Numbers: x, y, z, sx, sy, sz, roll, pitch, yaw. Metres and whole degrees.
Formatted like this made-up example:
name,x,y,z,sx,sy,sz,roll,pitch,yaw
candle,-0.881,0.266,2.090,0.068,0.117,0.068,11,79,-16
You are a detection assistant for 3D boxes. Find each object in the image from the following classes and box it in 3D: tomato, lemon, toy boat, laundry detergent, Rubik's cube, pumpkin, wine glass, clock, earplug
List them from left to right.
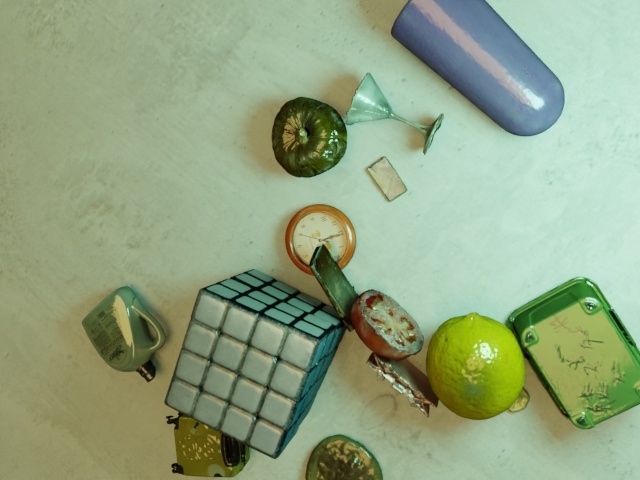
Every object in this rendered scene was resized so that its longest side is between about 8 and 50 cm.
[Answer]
name,x,y,z,sx,sy,sz,roll,pitch,yaw
laundry detergent,-0.583,0.302,1.842,0.215,0.105,0.281,-41,83,13
Rubik's cube,-0.159,0.312,1.613,0.343,0.337,0.345,22,102,12
pumpkin,-0.033,-0.272,1.608,0.218,0.162,0.219,1,94,20
clock,0.000,0.000,1.686,0.205,0.051,0.206,1,96,12
tomato,0.169,0.236,1.590,0.225,0.225,0.085,42,113,7
toy boat,0.184,-0.168,1.640,0.063,0.016,0.115,-34,87,15
wine glass,0.196,-0.323,1.561,0.232,0.156,0.156,26,101,6
lemon,0.389,0.316,1.512,0.267,0.267,0.268,1,96,15
earplug,0.400,-0.437,1.467,0.456,0.215,0.215,45,104,3

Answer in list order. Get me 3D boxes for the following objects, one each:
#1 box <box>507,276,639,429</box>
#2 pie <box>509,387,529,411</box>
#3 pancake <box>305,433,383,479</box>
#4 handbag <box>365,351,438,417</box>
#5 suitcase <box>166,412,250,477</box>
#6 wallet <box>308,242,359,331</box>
name,x,y,z,sx,sy,sz,roll,pitch,yaw
box,0.647,0.284,1.478,0.252,0.178,0.329,-33,87,14
pie,0.518,0.420,1.607,0.084,0.020,0.085,2,98,14
pancake,0.063,0.687,1.737,0.241,0.050,0.242,1,95,15
handbag,0.222,0.368,1.608,0.212,0.157,0.059,40,103,7
suitcase,-0.324,0.590,1.783,0.234,0.143,0.194,-4,94,16
wallet,0.042,0.127,1.619,0.031,0.122,0.232,-22,112,28
